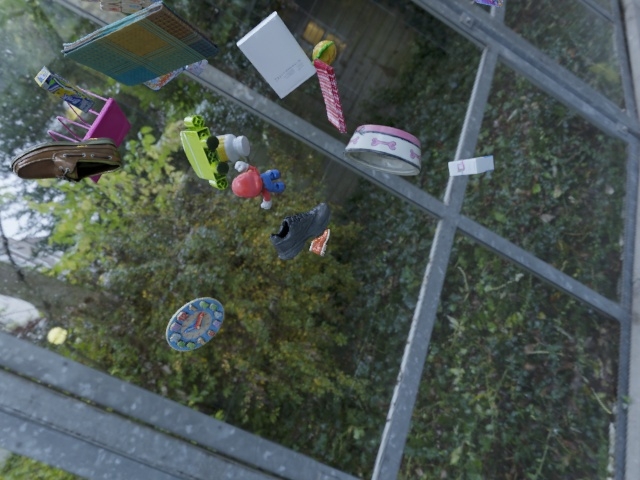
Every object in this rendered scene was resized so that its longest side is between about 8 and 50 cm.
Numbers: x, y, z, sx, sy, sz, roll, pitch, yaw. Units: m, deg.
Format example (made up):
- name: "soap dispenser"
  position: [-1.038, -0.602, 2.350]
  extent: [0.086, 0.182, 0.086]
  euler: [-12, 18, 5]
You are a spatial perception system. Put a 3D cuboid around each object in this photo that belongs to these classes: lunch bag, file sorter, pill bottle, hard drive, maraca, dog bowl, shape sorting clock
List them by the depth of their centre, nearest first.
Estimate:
- name: "shape sorting clock"
  position: [-0.406, 0.277, 1.503]
  extent: [0.040, 0.206, 0.206]
  euler: [35, 98, 42]
- name: "pill bottle"
  position: [-0.363, -0.340, 1.713]
  extent: [0.103, 0.183, 0.103]
  euler: [-5, -90, -74]
- name: "file sorter"
  position: [-0.938, -0.423, 1.827]
  extent: [0.202, 0.182, 0.291]
  euler: [100, -167, -74]
- name: "maraca"
  position: [0.013, -0.823, 2.022]
  extent: [0.127, 0.099, 0.186]
  euler: [-50, 3, 29]
- name: "hard drive"
  position: [-0.186, -0.808, 2.025]
  extent: [0.210, 0.318, 0.040]
  euler: [-33, 47, 13]
- name: "lunch bag"
  position: [-0.565, -0.804, 2.090]
  extent: [0.083, 0.071, 0.053]
  euler: [-40, 48, 25]
- name: "dog bowl"
  position: [0.329, -0.462, 2.342]
  extent: [0.408, 0.407, 0.151]
  euler: [-167, 93, -78]

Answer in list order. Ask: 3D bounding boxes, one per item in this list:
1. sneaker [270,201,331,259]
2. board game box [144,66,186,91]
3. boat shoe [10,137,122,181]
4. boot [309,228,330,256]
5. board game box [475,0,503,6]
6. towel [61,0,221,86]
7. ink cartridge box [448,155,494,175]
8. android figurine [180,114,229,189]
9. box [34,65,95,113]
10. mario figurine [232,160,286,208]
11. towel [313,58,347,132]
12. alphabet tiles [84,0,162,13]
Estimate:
- name: "sneaker"
  position: [-0.073, -0.058, 1.769]
  extent: [0.286, 0.130, 0.109]
  euler: [-46, 35, -18]
- name: "board game box"
  position: [-0.698, -0.735, 1.969]
  extent: [0.201, 0.136, 0.035]
  euler: [-24, 60, 28]
- name: "boat shoe"
  position: [-0.778, -0.238, 1.417]
  extent: [0.307, 0.105, 0.111]
  euler: [-20, -22, -23]
- name: "boot"
  position: [0.000, 0.000, 2.211]
  extent: [0.059, 0.084, 0.158]
  euler: [94, -166, -51]
- name: "board game box"
  position: [0.511, -0.790, 1.401]
  extent: [0.033, 0.168, 0.133]
  euler: [-25, 76, 59]
- name: "towel"
  position: [-0.525, -0.570, 1.365]
  extent: [0.271, 0.369, 0.040]
  euler: [9, -109, -67]
- name: "ink cartridge box"
  position: [0.513, -0.254, 1.564]
  extent: [0.122, 0.088, 0.052]
  euler: [7, 109, 59]
- name: "android figurine"
  position: [-0.379, -0.283, 1.491]
  extent: [0.056, 0.249, 0.272]
  euler: [-29, 24, -24]
- name: "box"
  position: [-0.833, -0.490, 1.500]
  extent: [0.054, 0.059, 0.169]
  euler: [-49, -29, 4]
- name: "mario figurine"
  position: [-0.303, -0.254, 2.106]
  extent: [0.170, 0.198, 0.320]
  euler: [-60, -18, 22]
- name: "towel"
  position: [0.036, -0.587, 1.858]
  extent: [0.031, 0.275, 0.199]
  euler: [-21, 34, -6]
- name: "alphabet tiles"
  position: [-0.696, -0.848, 1.599]
  extent: [0.284, 0.277, 0.021]
  euler: [-161, 67, -65]
